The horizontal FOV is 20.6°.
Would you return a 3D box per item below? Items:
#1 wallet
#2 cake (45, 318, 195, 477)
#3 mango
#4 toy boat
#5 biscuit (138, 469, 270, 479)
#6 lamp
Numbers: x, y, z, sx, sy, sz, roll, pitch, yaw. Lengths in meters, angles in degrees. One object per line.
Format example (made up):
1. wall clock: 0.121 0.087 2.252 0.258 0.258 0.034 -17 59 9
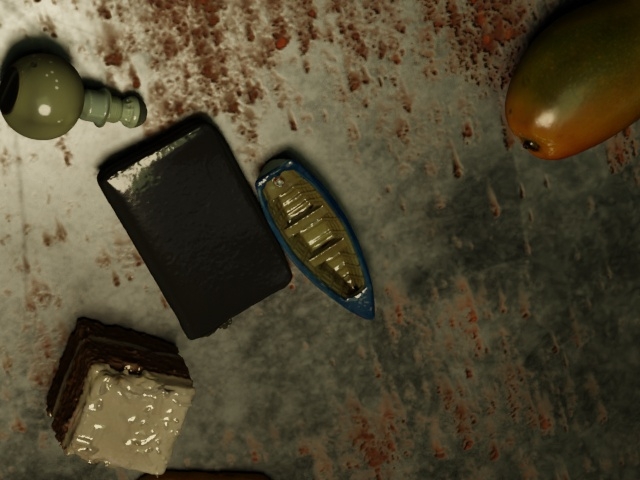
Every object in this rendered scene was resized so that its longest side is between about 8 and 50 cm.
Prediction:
1. wallet: -0.134 -0.010 1.967 0.149 0.044 0.250 -30 119 -3
2. cake: -0.224 0.181 1.975 0.135 0.147 0.134 14 112 -22
3. mango: 0.329 -0.199 1.945 0.289 0.129 0.146 -29 109 -4
4. toy boat: 0.000 0.000 2.003 0.080 0.046 0.229 -34 119 2
5. biscuit: -0.163 0.434 2.175 0.359 0.046 0.359 -5 116 -11
6. lamp: -0.256 -0.145 1.853 0.163 0.091 0.091 7 114 -36
